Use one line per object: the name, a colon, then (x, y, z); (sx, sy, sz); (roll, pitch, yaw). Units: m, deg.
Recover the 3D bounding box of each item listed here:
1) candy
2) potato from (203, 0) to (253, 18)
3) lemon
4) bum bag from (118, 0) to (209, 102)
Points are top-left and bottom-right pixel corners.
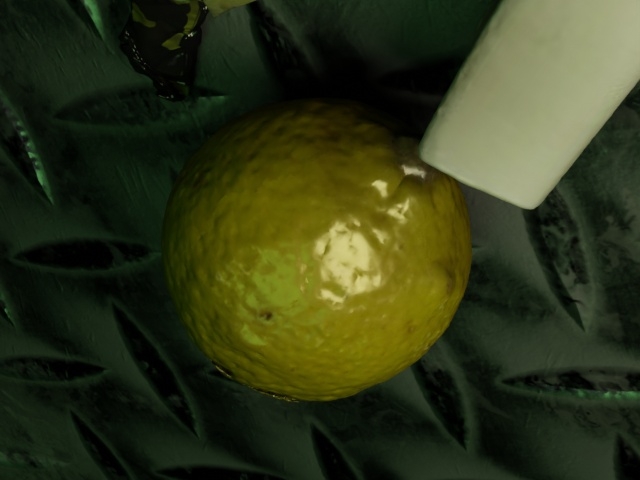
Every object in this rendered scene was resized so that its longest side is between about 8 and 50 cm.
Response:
candy: (0.237, -0.208, 1.151); (0.145, 0.208, 0.358); (30, 138, -1)
potato: (0.004, -0.340, 1.234); (0.255, 0.112, 0.269); (12, 139, 15)
lemon: (0.000, 0.000, 1.404); (0.350, 0.349, 0.387); (35, 136, -5)
bum bag: (-0.183, -0.251, 1.457); (0.107, 0.060, 0.232); (25, 148, -1)
